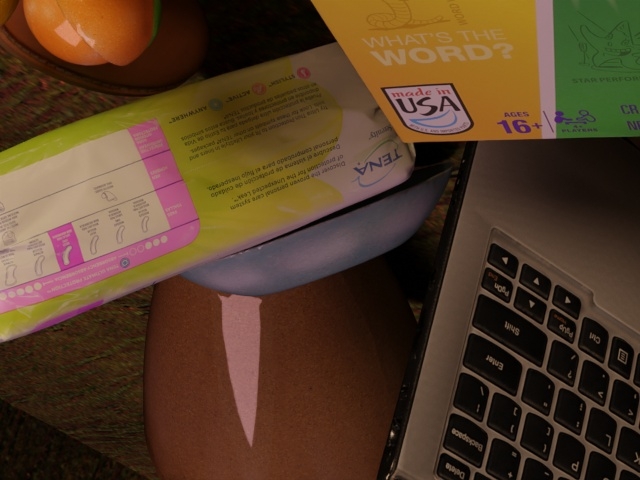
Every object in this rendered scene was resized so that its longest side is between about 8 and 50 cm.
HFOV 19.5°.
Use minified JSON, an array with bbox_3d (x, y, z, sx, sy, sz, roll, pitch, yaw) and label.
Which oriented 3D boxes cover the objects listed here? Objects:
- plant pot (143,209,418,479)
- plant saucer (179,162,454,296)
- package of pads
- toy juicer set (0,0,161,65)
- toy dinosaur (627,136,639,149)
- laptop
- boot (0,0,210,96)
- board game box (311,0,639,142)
[{"bbox_3d":[-0.032,0.063,1.387,0.237,0.237,0.254,20,149,18],"label":"plant pot"},{"bbox_3d":[0.000,0.000,1.190,0.195,0.195,0.037,-12,99,63],"label":"plant saucer"},{"bbox_3d":[-0.115,-0.026,1.123,0.229,0.297,0.101,-12,99,64],"label":"package of pads"},{"bbox_3d":[-0.203,-0.189,0.865,0.329,0.089,0.209,24,159,10],"label":"toy juicer set"},{"bbox_3d":[0.250,-0.009,1.000,0.211,0.064,0.112,30,164,-15],"label":"toy dinosaur"},{"bbox_3d":[0.249,0.134,0.910,0.382,0.408,0.236,32,149,-29],"label":"laptop"},{"bbox_3d":[-0.100,-0.173,0.974,0.220,0.109,0.283,2,145,44],"label":"boot"},{"bbox_3d":[0.097,-0.142,0.709,0.242,0.064,0.316,-1,154,23],"label":"board game box"}]
